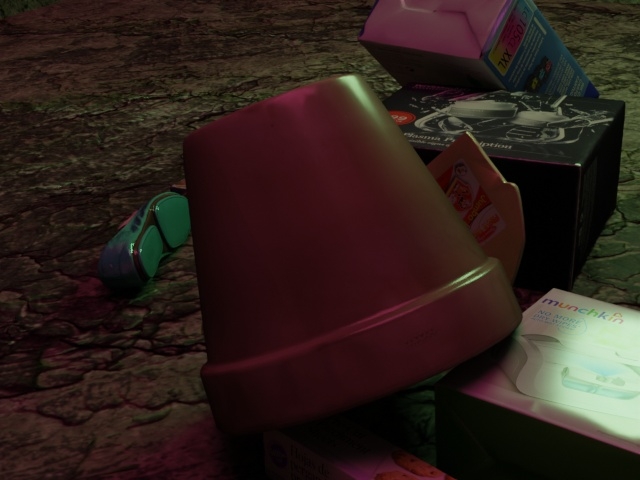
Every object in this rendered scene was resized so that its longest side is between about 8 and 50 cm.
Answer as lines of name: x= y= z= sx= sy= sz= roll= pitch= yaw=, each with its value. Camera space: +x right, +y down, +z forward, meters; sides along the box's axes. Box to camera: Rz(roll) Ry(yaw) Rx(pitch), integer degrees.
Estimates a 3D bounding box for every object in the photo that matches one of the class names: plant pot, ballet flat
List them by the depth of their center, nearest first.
plant pot: x=0.000 y=0.000 z=1.033 sx=0.323 sy=0.280 sz=0.323 roll=-21 pitch=3 yaw=1
ballet flat: x=-0.249 y=-0.003 z=1.454 sx=0.087 sy=0.083 sz=0.247 roll=-11 pitch=20 yaw=13

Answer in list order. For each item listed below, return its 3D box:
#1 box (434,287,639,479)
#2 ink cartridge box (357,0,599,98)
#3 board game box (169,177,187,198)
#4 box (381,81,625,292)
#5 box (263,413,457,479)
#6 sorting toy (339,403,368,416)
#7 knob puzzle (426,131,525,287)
box: x=0.275 y=0.171 z=0.964 sx=0.262 sy=0.127 sz=0.231 roll=16 pitch=31 yaw=37
ink cartridge box: x=0.283 y=-0.275 z=1.773 sx=0.270 sy=0.395 sz=0.151 roll=20 pitch=77 yaw=43
board game box: x=-0.089 y=-0.076 z=1.649 sx=0.243 sy=0.042 sz=0.165 roll=10 pitch=26 yaw=25
box: x=0.228 y=-0.092 z=1.495 sx=0.343 sy=0.179 sz=0.312 roll=9 pitch=25 yaw=22
box: x=0.077 y=0.233 z=0.907 sx=0.067 sy=0.063 sz=0.324 roll=-20 pitch=29 yaw=-38
sorting toy: x=0.012 y=0.169 z=1.097 sx=0.102 sy=0.042 sz=0.061 roll=-18 pitch=11 yaw=-8
knob puzzle: x=0.184 y=-0.011 z=1.327 sx=0.213 sy=0.213 sz=0.030 roll=17 pitch=17 yaw=36
